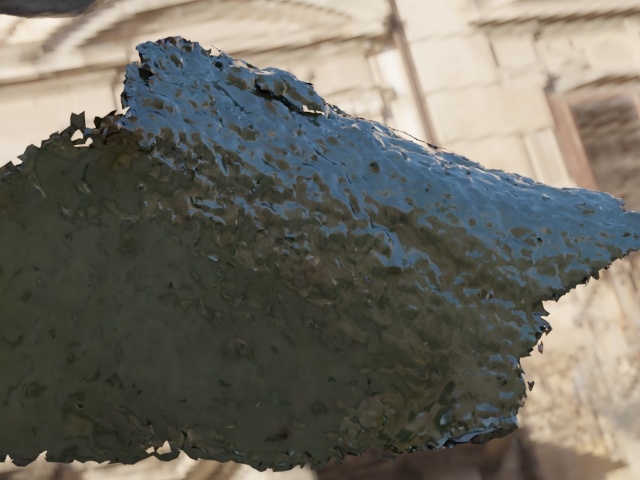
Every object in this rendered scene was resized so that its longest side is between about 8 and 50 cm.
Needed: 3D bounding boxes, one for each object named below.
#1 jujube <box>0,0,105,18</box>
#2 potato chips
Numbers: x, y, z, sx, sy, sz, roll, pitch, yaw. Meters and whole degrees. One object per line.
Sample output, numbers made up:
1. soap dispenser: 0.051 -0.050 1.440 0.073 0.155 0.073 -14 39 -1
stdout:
1. jujube: -0.200 -0.291 1.097 0.247 0.308 0.215 -10 1 -6
2. potato chips: -0.005 0.004 0.535 0.228 0.167 0.059 -41 -9 -45
